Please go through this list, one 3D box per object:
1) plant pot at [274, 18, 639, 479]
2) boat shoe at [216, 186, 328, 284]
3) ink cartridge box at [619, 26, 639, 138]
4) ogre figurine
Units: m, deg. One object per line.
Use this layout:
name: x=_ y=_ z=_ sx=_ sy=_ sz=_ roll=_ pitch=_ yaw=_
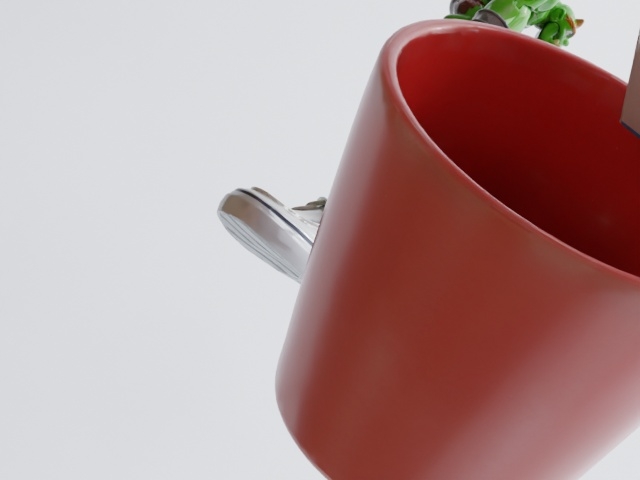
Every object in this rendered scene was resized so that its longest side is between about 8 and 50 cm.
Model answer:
plant pot: x=0.108 y=0.038 z=1.167 sx=0.275 sy=0.275 sz=0.243 roll=51 pitch=-55 yaw=34
boat shoe: x=0.000 y=0.000 z=1.503 sx=0.083 sy=0.226 sz=0.076 roll=26 pitch=-100 yaw=38
ink cartridge box: x=0.276 y=-0.097 z=1.158 sx=0.092 sy=0.143 sz=0.090 roll=-131 pitch=-137 yaw=-55
ogre figurine: x=0.129 y=-0.166 z=1.409 sx=0.118 sy=0.197 sz=0.097 roll=-39 pitch=-106 yaw=0
